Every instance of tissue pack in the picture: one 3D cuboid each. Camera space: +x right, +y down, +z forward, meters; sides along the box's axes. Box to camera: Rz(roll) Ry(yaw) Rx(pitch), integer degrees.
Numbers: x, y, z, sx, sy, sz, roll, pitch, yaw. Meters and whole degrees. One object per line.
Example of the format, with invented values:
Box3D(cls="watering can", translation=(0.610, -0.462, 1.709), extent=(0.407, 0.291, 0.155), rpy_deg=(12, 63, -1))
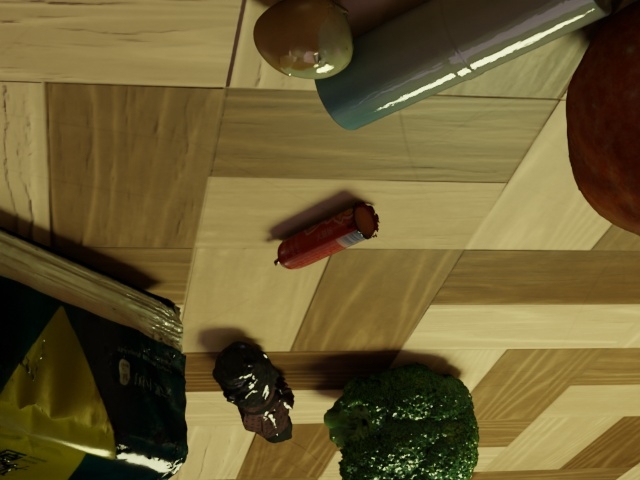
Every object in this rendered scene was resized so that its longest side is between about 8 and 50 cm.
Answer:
Box3D(cls="tissue pack", translation=(-0.378, 0.139, 1.349), extent=(0.264, 0.253, 0.416), rpy_deg=(-21, 147, 29))

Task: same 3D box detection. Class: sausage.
Box3D(cls="sausage", translation=(0.000, 0.000, 1.375), extent=(0.145, 0.050, 0.048), rpy_deg=(-25, 120, 36))

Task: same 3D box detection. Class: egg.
Box3D(cls="egg", translation=(-0.015, -0.170, 1.001), extent=(0.083, 0.071, 0.071), rpy_deg=(-4, 154, 5))

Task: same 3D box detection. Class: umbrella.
Box3D(cls="umbrella", translation=(-0.088, 0.234, 1.772), extent=(0.094, 0.090, 0.326), rpy_deg=(-12, 153, 6))

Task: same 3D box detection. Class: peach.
Box3D(cls="peach", translation=(0.317, -0.094, 1.043), extent=(0.233, 0.232, 0.232), rpy_deg=(-4, 153, -2))

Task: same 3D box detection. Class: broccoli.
Box3D(cls="broccoli", translation=(0.124, 0.306, 1.838), extent=(0.242, 0.261, 0.269), rpy_deg=(4, -157, 36))

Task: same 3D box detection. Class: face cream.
Box3D(cls="face cream", translation=(0.115, -0.173, 1.009), extent=(0.250, 0.077, 0.077), rpy_deg=(-21, 149, 28))
